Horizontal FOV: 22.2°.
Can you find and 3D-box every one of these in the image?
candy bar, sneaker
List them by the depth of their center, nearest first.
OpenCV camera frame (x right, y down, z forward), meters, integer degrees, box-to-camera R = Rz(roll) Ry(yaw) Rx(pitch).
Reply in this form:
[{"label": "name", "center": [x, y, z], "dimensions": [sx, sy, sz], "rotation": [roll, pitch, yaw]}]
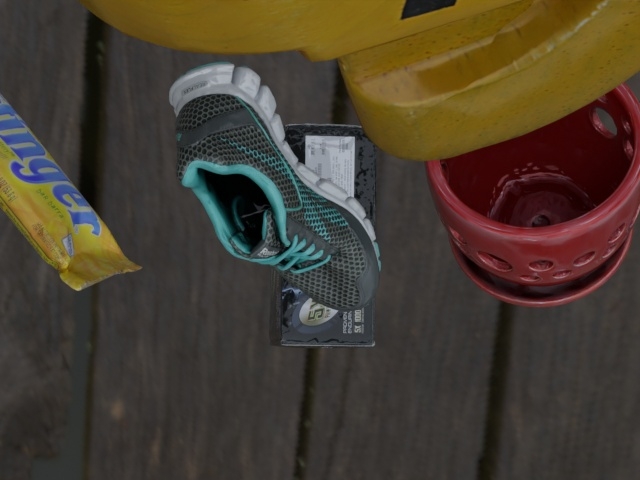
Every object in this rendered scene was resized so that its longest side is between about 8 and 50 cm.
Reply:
[{"label": "candy bar", "center": [-0.129, -0.046, 0.615], "dimensions": [0.018, 0.040, 0.161], "rotation": [-43, 82, 31]}, {"label": "sneaker", "center": [-0.026, -0.009, 0.832], "dimensions": [0.065, 0.076, 0.166], "rotation": [-25, 126, 25]}]

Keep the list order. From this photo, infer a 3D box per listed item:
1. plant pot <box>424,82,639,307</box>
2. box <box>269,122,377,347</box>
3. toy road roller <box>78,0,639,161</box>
[{"label": "plant pot", "center": [0.194, -0.047, 1.437], "dimensions": [0.191, 0.191, 0.174], "rotation": [-32, 151, -5]}, {"label": "box", "center": [0.000, 0.000, 1.367], "dimensions": [0.077, 0.147, 0.180], "rotation": [1, 87, -5]}, {"label": "toy road roller", "center": [0.073, -0.150, 0.377], "dimensions": [0.329, 0.202, 0.240], "rotation": [-16, 155, 4]}]
